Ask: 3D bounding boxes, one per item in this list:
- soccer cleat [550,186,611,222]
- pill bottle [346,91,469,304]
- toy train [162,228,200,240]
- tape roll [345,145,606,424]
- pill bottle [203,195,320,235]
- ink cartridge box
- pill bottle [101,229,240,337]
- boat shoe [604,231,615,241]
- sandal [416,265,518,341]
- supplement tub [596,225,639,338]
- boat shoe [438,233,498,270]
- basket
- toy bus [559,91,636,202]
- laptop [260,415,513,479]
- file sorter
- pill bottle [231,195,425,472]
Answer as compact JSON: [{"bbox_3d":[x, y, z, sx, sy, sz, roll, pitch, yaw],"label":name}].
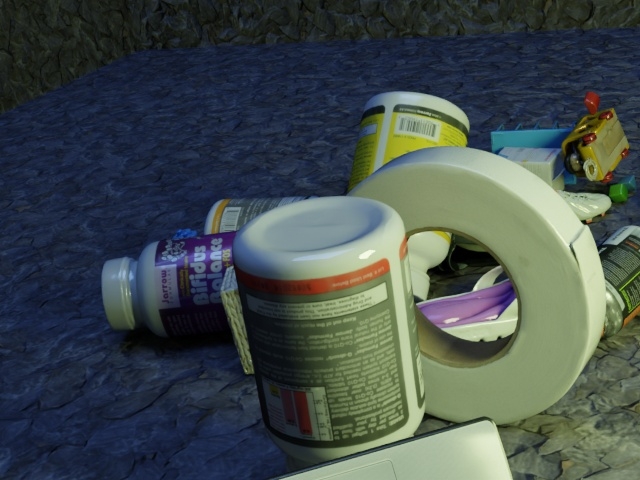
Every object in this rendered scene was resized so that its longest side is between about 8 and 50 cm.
[{"bbox_3d":[0.459,-0.069,2.141,0.196,0.076,0.068,-11,22,-7],"label":"soccer cleat"},{"bbox_3d":[0.136,-0.066,1.909,0.188,0.334,0.188,11,-14,3],"label":"pill bottle"},{"bbox_3d":[-0.264,0.035,2.152,0.105,0.080,0.184,-36,20,-14],"label":"toy train"},{"bbox_3d":[0.184,0.064,1.505,0.392,0.392,0.072,4,25,30],"label":"tape roll"},{"bbox_3d":[-0.060,0.000,2.065,0.278,0.162,0.162,0,23,19],"label":"pill bottle"},{"bbox_3d":[0.430,-0.133,2.293,0.143,0.090,0.092,5,26,29],"label":"ink cartridge box"},{"bbox_3d":[-0.210,0.076,1.923,0.301,0.169,0.169,-8,22,5],"label":"pill bottle"},{"bbox_3d":[0.574,-0.006,1.879,0.095,0.095,0.257,-17,14,-29],"label":"boat shoe"},{"bbox_3d":[0.310,0.076,1.807,0.416,0.102,0.169,-18,24,-22],"label":"sandal"},{"bbox_3d":[0.441,0.071,1.723,0.190,0.117,0.117,-36,32,-28],"label":"supplement tub"},{"bbox_3d":[0.251,0.001,2.000,0.340,0.127,0.113,-2,44,12],"label":"boat shoe"},{"bbox_3d":[-0.087,0.116,1.786,0.103,0.167,0.113,-11,21,7],"label":"basket"},{"bbox_3d":[0.525,-0.174,2.215,0.104,0.191,0.202,-13,-24,41],"label":"toy bus"},{"bbox_3d":[0.065,0.388,0.974,0.382,0.408,0.236,-14,-12,-12],"label":"laptop"},{"bbox_3d":[0.458,-0.188,2.386,0.170,0.118,0.104,0,21,21],"label":"file sorter"},{"bbox_3d":[0.019,0.145,1.398,0.210,0.363,0.210,-7,22,3],"label":"pill bottle"}]
